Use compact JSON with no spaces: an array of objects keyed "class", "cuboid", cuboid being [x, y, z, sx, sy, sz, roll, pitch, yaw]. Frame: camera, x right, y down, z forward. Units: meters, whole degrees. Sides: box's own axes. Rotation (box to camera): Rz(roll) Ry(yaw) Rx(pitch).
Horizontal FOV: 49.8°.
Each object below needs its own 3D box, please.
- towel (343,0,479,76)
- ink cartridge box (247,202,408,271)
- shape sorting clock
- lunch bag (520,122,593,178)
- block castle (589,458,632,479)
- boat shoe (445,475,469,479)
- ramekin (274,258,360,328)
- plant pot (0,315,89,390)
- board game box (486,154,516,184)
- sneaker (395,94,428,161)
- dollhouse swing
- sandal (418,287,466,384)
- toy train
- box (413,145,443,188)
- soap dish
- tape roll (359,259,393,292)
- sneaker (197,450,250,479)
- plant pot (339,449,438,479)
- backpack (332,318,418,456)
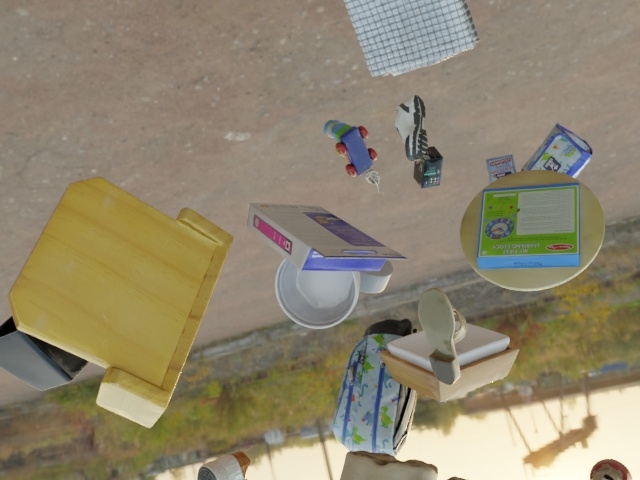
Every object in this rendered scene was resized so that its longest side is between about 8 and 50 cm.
[{"class":"towel","cuboid":[0.228,-0.555,1.726,0.283,0.235,0.121,-11,-152,30]},{"class":"ink cartridge box","cuboid":[0.000,0.000,1.373,0.175,0.069,0.371,2,-165,-28]},{"class":"shape sorting clock","cuboid":[0.310,-0.017,1.018,0.206,0.206,0.040,-15,140,14]},{"class":"lunch bag","cuboid":[0.483,-0.151,1.398,0.096,0.151,0.129,28,116,-10]},{"class":"block castle","cuboid":[0.704,0.648,1.311,0.453,0.303,0.212,19,179,30]},{"class":"boat shoe","cuboid":[0.362,0.598,1.444,0.095,0.257,0.095,-47,157,14]},{"class":"ramekin","cuboid":[0.002,0.102,1.683,0.207,0.207,0.109,-16,-174,17]},{"class":"plant pot","cuboid":[-0.596,0.221,1.521,0.188,0.167,0.187,-22,-158,35]},{"class":"board game box","cuboid":[0.406,-0.078,1.486,0.060,0.194,0.194,-10,174,16]},{"class":"sneaker","cuboid":[0.137,-0.167,1.052,0.043,0.109,0.040,-17,149,38]},{"class":"dollhouse swing","cuboid":[-0.371,0.110,1.266,0.304,0.347,0.315,23,151,-11]},{"class":"sandal","cuboid":[0.266,0.183,1.438,0.088,0.240,0.079,15,-143,42]},{"class":"toy train","cuboid":[0.099,-0.257,2.122,0.105,0.143,0.248,-38,132,-10]},{"class":"box","cuboid":[0.266,-0.180,1.703,0.052,0.062,0.083,-9,128,-11]},{"class":"soap dish","cuboid":[0.339,0.314,1.810,0.290,0.118,0.228,-11,-167,-32]},{"class":"tape roll","cuboid":[0.138,0.090,2.386,0.219,0.219,0.072,0,122,-39]},{"class":"sneaker","cuboid":[-0.201,0.564,1.438,0.123,0.105,0.290,-16,132,-47]},{"class":"plant pot","cuboid":[0.146,0.663,1.607,0.333,0.306,0.334,8,168,2]},{"class":"backpack","cuboid":[0.167,0.440,1.964,0.273,0.356,0.290,-5,147,2]}]
